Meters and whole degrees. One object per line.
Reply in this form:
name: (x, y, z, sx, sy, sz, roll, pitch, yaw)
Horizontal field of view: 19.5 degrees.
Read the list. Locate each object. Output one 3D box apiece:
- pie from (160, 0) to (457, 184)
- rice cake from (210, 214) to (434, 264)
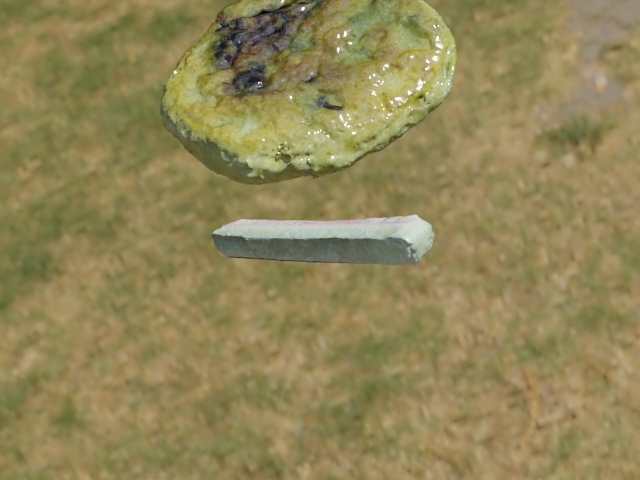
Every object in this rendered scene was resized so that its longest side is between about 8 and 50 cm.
pie: (-0.021, -0.183, 1.983, 0.323, 0.070, 0.323, -8, 48, 9)
rice cake: (-0.001, 0.000, 1.443, 0.208, 0.033, 0.033, 0, 32, 40)
